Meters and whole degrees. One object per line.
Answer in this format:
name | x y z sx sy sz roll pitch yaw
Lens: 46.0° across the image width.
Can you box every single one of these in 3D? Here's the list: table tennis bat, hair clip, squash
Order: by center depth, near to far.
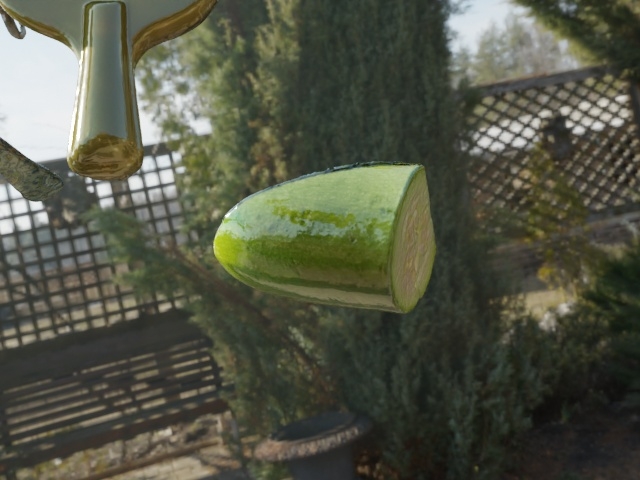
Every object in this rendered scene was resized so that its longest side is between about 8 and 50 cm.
table tennis bat | -0.168 -0.193 0.593 0.198 0.321 0.050 -2 -23 -10
hair clip | -0.471 -0.110 1.191 0.066 0.036 0.229 -28 -22 -3
squash | 0.000 0.000 1.198 0.309 0.233 0.210 8 49 25

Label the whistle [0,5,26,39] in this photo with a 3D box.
whistle | -0.345 -0.363 0.708 0.189 0.348 0.189 -20 13 5
